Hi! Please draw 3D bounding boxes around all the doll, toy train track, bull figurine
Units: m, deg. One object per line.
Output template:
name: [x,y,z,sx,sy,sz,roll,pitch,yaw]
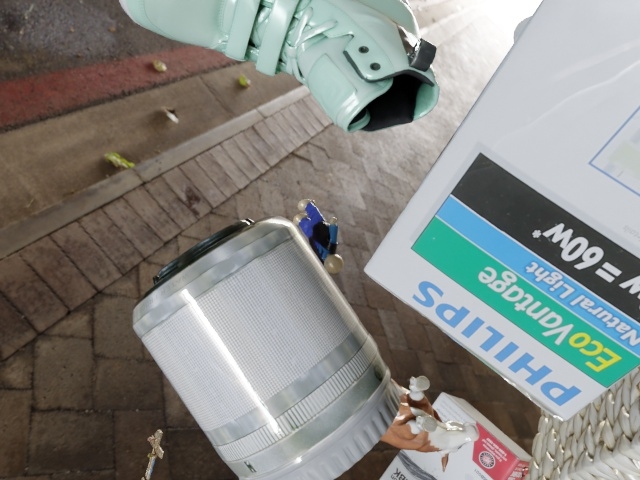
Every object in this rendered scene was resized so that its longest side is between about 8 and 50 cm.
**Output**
doll: [0.000,0.000,1.045,0.046,0.129,0.189,0,37,-28]
toy train track: [-0.247,0.315,0.745,0.014,0.048,0.083,13,94,-39]
bull figurine: [0.110,0.269,0.843,0.311,0.188,0.101,19,57,13]

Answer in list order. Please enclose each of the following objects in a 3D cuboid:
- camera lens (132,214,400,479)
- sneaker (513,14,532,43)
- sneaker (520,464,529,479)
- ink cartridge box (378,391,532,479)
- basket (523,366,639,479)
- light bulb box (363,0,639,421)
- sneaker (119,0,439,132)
camera lens: [-0.063,0.124,0.605,0.274,0.219,0.219,56,33,1]
sneaker: [0.466,-0.296,1.053,0.147,0.105,0.295,15,68,-55]
sneaker: [0.378,0.452,0.771,0.088,0.093,0.225,-10,81,-60]
ink cartridge box: [0.259,0.481,1.037,0.114,0.272,0.197,30,5,-45]
basket: [0.451,0.215,0.578,0.331,0.266,0.328,34,46,6]
light bulb box: [0.273,-0.097,0.486,0.225,0.361,0.358,37,37,11]
sneaker: [-0.023,-0.157,0.399,0.256,0.094,0.151,1,51,-20]
